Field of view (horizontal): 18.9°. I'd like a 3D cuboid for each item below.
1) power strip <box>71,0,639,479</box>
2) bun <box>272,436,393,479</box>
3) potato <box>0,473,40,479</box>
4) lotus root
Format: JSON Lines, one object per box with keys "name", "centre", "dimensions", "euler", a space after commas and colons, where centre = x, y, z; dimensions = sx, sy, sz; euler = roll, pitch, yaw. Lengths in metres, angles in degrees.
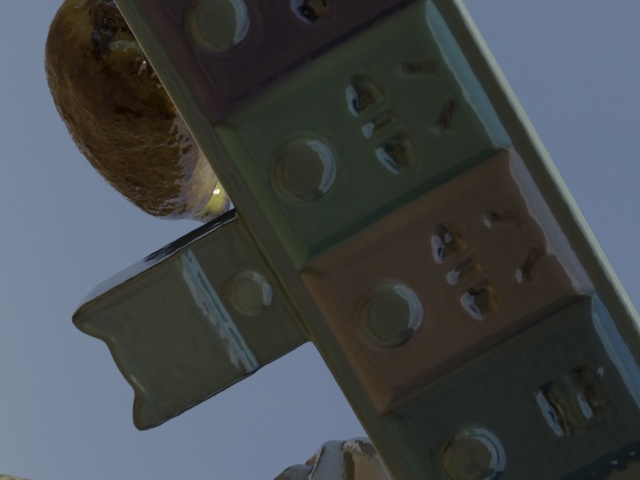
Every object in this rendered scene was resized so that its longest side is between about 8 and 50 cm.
{"name": "power strip", "centre": [0.000, 0.000, 0.570], "dimensions": [0.216, 0.145, 0.061], "euler": [61, 6, -7]}
{"name": "bun", "centre": [0.020, 0.148, 0.828], "dimensions": [0.120, 0.173, 0.173], "euler": [38, -30, 9]}
{"name": "potato", "centre": [-0.183, 0.176, 0.983], "dimensions": [0.061, 0.086, 0.122], "euler": [-76, -178, -64]}
{"name": "lotus root", "centre": [-0.094, -0.067, 1.084], "dimensions": [0.108, 0.094, 0.191], "euler": [38, -27, 35]}
